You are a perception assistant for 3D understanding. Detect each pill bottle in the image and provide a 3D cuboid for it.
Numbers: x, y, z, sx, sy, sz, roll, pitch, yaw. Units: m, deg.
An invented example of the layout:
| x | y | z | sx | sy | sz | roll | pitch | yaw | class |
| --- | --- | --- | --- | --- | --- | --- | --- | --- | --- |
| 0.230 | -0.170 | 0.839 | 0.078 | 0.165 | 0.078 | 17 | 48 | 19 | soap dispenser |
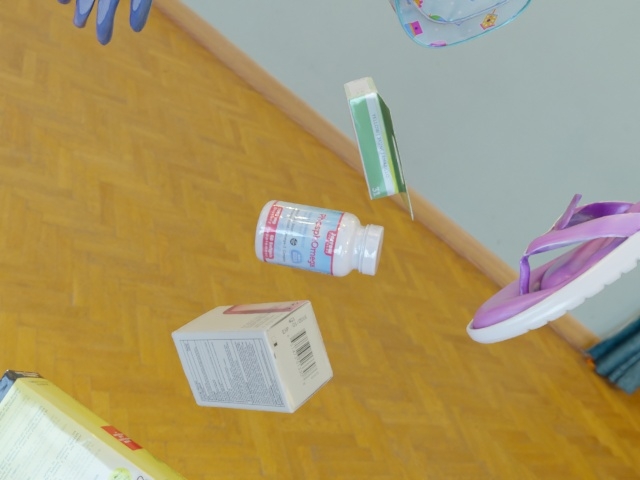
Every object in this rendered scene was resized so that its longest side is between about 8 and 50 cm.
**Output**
| x | y | z | sx | sy | sz | roll | pitch | yaw | class |
| --- | --- | --- | --- | --- | --- | --- | --- | --- | --- |
| 0.000 | 0.000 | 0.837 | 0.160 | 0.087 | 0.087 | 10 | 30 | 11 | pill bottle |

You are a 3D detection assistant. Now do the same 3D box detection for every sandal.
| x | y | z | sx | sy | sz | roll | pitch | yaw | class |
| --- | --- | --- | --- | --- | --- | --- | --- | --- | --- |
| 0.343 | -0.018 | 0.763 | 0.102 | 0.416 | 0.169 | 57 | 6 | 4 | sandal |

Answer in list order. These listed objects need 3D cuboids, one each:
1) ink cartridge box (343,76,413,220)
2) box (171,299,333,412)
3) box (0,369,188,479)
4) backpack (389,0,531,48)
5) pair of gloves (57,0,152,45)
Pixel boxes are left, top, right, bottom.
| x | y | z | sx | sy | sz | roll | pitch | yaw | class |
| --- | --- | --- | --- | --- | --- | --- | --- | --- | --- |
| 0.085 | -0.143 | 0.960 | 0.235 | 0.056 | 0.171 | -90 | 165 | -65 | ink cartridge box |
| -0.118 | 0.197 | 1.081 | 0.126 | 0.232 | 0.149 | -30 | 108 | -49 | box |
| -0.184 | 0.205 | 0.519 | 0.232 | 0.087 | 0.058 | 30 | -8 | 11 | box |
| 0.131 | -0.286 | 0.608 | 0.188 | 0.165 | 0.145 | 59 | 13 | -45 | backpack |
| -0.191 | -0.248 | 0.451 | 0.198 | 0.159 | 0.023 | 41 | 38 | -3 | pair of gloves |
